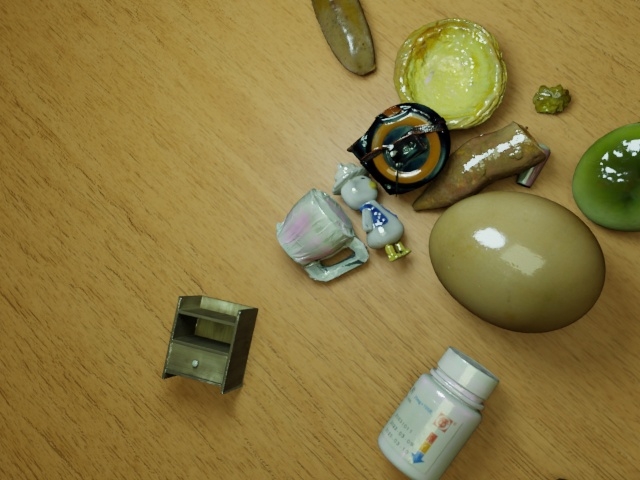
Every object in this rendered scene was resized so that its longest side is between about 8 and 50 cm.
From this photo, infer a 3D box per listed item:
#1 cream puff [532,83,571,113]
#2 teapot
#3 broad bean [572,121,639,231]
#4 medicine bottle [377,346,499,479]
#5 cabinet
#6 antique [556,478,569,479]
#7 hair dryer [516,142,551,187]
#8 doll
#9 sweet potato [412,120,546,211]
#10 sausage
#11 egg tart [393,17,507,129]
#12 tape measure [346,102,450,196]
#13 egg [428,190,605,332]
[{"bbox_3d":[0.568,-0.349,1.338,0.083,0.058,0.083,43,96,11],"label":"cream puff"},{"bbox_3d":[-0.005,-0.010,1.403,0.178,0.221,0.163,-40,39,16],"label":"teapot"},{"bbox_3d":[0.712,-0.145,1.216,0.291,0.119,0.238,-40,75,38],"label":"broad bean"},{"bbox_3d":[0.276,0.404,1.270,0.170,0.170,0.293,35,94,13],"label":"medicine bottle"},{"bbox_3d":[-0.285,0.267,1.417,0.175,0.148,0.215,11,88,13],"label":"cabinet"},{"bbox_3d":[0.630,0.648,1.196,0.257,0.121,0.143,18,96,14],"label":"antique"},{"bbox_3d":[0.478,-0.208,1.358,0.154,0.054,0.106,31,97,23],"label":"hair dryer"},{"bbox_3d":[0.126,-0.080,1.376,0.119,0.138,0.293,-44,71,39],"label":"doll"},{"bbox_3d":[0.362,-0.172,1.327,0.337,0.131,0.131,-27,79,23],"label":"sweet potato"},{"bbox_3d":[0.034,-0.674,1.458,0.136,0.123,0.501,-10,81,-18],"label":"sausage"},{"bbox_3d":[0.320,-0.407,1.369,0.294,0.123,0.294,-1,86,10],"label":"egg tart"},{"bbox_3d":[0.200,-0.220,1.300,0.223,0.135,0.202,-39,97,26],"label":"tape measure"},{"bbox_3d":[0.426,0.041,1.208,0.374,0.301,0.301,30,91,20],"label":"egg"}]
